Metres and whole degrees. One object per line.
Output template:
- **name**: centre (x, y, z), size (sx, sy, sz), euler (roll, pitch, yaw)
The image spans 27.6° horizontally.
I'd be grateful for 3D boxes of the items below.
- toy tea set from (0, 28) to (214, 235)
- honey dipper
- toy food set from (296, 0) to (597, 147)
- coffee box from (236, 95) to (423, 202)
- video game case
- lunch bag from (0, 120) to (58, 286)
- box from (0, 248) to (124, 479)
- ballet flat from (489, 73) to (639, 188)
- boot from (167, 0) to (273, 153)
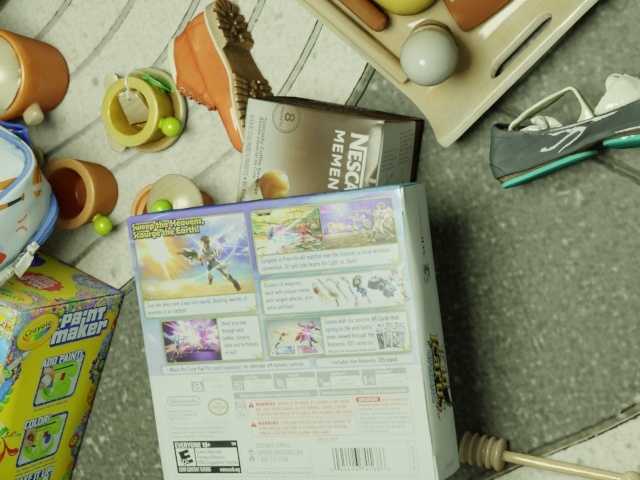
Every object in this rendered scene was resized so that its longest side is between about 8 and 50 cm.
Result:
- **toy tea set**: centre (-0.251, -0.094, 1.293), size (0.336, 0.124, 0.200), euler (16, 102, 26)
- **honey dipper**: centre (0.201, 0.196, 1.140), size (0.160, 0.030, 0.030), euler (8, 98, 25)
- **toy food set**: centre (0.065, -0.249, 1.077), size (0.306, 0.092, 0.220), euler (39, 115, -13)
- **coffee box**: centre (0.000, 0.000, 1.185), size (0.141, 0.098, 0.247), euler (13, 101, 25)
- **video game case**: centre (-0.026, 0.084, 1.117), size (0.269, 0.061, 0.244), euler (-5, 96, 27)
- **lunch bag**: centre (-0.402, -0.041, 1.229), size (0.303, 0.243, 0.115), euler (30, 152, 27)
- **box**: centre (-0.402, 0.132, 1.364), size (0.290, 0.177, 0.279), euler (25, 105, 24)
- **ballet flat**: centre (0.230, -0.099, 1.076), size (0.203, 0.074, 0.074), euler (-15, 88, 30)
- **boot**: centre (-0.097, -0.143, 1.251), size (0.084, 0.059, 0.158), euler (-26, 74, 30)
